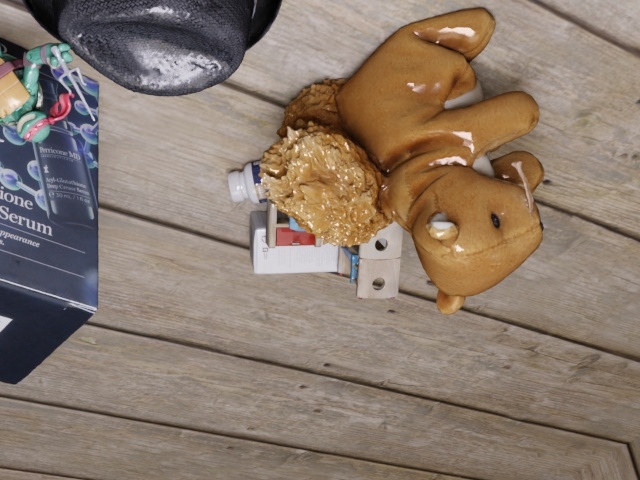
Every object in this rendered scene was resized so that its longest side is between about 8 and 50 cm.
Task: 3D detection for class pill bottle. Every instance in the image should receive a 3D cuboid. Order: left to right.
[{"bbox_3d":[-0.082,-0.095,1.567,0.120,0.067,0.067,-11,144,4],"label":"pill bottle"}]

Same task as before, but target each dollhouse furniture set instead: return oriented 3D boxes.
[{"bbox_3d":[0.017,0.012,1.526,0.184,0.129,0.129,-1,107,-13],"label":"dollhouse furniture set"}]

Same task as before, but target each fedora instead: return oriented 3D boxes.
[{"bbox_3d":[-0.205,-0.281,1.219,0.334,0.152,0.334,-6,143,-4],"label":"fedora"}]

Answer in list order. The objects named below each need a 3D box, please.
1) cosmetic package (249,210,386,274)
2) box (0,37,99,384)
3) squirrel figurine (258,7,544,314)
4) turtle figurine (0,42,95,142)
[{"bbox_3d":[0.000,0.000,1.654,0.231,0.117,0.085,0,107,-8],"label":"cosmetic package"},{"bbox_3d":[-0.458,-0.062,1.260,0.293,0.395,0.212,22,133,-36],"label":"box"},{"bbox_3d":[0.118,-0.079,1.371,0.397,0.370,0.281,-8,144,-1],"label":"squirrel figurine"},{"bbox_3d":[-0.387,-0.188,1.174,0.175,0.234,0.118,-43,-176,-15],"label":"turtle figurine"}]
